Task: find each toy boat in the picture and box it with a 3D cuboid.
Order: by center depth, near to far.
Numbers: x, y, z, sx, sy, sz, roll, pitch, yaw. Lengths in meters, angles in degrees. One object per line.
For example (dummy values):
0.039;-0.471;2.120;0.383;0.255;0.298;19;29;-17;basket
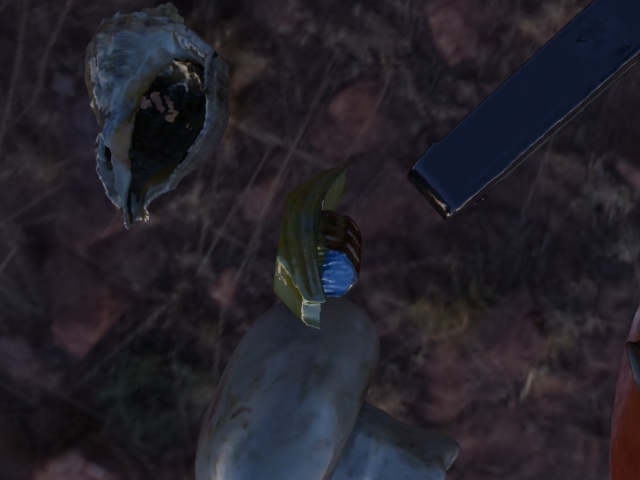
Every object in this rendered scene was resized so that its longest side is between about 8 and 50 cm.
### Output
0.000;0.000;1.289;0.066;0.172;0.065;7;128;0;toy boat

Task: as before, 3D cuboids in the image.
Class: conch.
-0.143;-0.115;1.446;0.130;0.207;0.155;19;159;-20;conch

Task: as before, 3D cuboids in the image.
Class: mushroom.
0.007;0.180;1.521;0.243;0.243;0.243;8;125;12;mushroom

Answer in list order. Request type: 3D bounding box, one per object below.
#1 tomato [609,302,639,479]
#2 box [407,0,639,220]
0.225;0.129;0.652;0.309;0.309;0.170;40;98;-11;tomato
0.222;-0.153;1.279;0.350;0.211;0.058;-43;87;16;box
